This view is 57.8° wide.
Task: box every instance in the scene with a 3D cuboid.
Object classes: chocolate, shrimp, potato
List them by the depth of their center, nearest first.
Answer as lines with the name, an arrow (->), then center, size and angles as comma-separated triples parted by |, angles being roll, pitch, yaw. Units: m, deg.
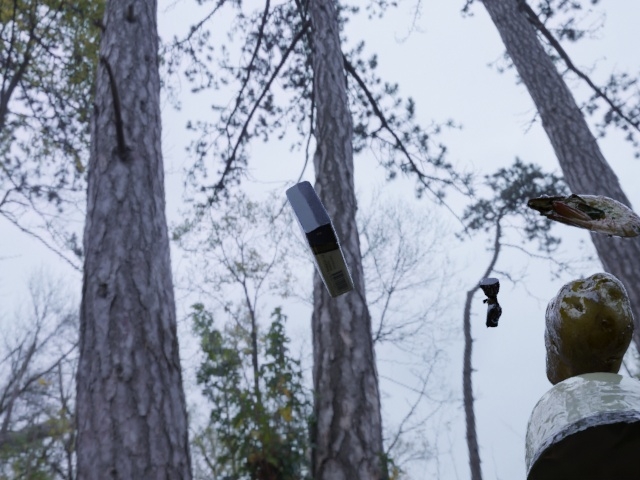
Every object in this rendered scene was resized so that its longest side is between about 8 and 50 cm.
chocolate -> 0.526, 0.393, 1.011 | 0.326, 0.297, 0.314 | 31, -69, 15
shrimp -> 0.586, -0.057, 1.286 | 0.267, 0.145, 0.061 | 14, -53, -4
potato -> 0.600, 0.233, 1.340 | 0.176, 0.195, 0.369 | -41, -37, -32
chocolate -> 0.516, 0.188, 1.756 | 0.072, 0.070, 0.147 | -13, -72, -23

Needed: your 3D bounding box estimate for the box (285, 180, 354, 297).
box -> 0.000, 0.000, 1.394 | 0.071, 0.168, 0.259 | -23, -42, -4
